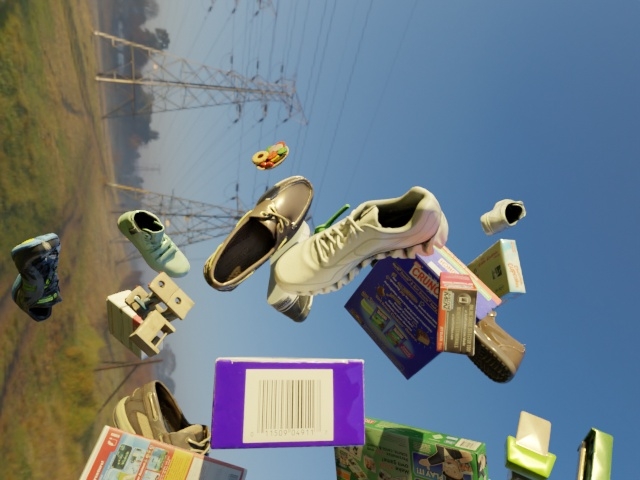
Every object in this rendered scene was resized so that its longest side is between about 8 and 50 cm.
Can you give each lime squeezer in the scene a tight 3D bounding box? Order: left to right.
[{"bbox_3d":[0.000,0.000,1.481,0.311,0.058,0.110,-64,-163,14],"label":"lime squeezer"}]

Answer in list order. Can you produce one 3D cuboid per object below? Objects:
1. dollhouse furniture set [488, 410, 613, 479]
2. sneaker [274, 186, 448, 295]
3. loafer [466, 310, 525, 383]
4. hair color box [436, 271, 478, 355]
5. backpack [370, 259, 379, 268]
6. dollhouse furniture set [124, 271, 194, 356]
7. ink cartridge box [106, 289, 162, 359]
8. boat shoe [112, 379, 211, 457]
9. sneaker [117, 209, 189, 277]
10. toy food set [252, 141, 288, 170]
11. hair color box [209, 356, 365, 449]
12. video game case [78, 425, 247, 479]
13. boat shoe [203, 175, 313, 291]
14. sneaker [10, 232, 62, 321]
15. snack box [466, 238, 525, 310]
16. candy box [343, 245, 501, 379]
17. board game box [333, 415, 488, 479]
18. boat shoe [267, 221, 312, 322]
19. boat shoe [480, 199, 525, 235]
[{"bbox_3d":[0.490,0.535,1.000,0.197,0.151,0.302,17,-47,22],"label":"dollhouse furniture set"},{"bbox_3d":[0.052,-0.003,0.700,0.118,0.291,0.110,52,17,-60],"label":"sneaker"},{"bbox_3d":[0.432,0.240,1.285,0.366,0.130,0.134,51,-33,29],"label":"loafer"},{"bbox_3d":[0.205,0.105,0.680,0.167,0.053,0.093,-11,103,-76],"label":"hair color box"},{"bbox_3d":[0.381,0.094,2.101,0.263,0.213,0.277,-22,-68,43],"label":"backpack"},{"bbox_3d":[-0.451,0.199,1.151,0.129,0.129,0.184,-27,-159,31],"label":"dollhouse furniture set"},{"bbox_3d":[-0.657,0.294,1.570,0.217,0.092,0.159,22,-64,31],"label":"ink cartridge box"},{"bbox_3d":[-0.315,0.465,0.984,0.355,0.130,0.132,46,3,12],"label":"boat shoe"},{"bbox_3d":[-0.465,0.017,1.281,0.151,0.256,0.094,-9,-140,53],"label":"sneaker"},{"bbox_3d":[-0.106,-0.184,0.966,0.083,0.082,0.020,45,-10,52],"label":"toy food set"},{"bbox_3d":[-0.063,0.232,0.676,0.339,0.184,0.110,123,-31,-70],"label":"hair color box"},{"bbox_3d":[-0.289,0.475,0.784,0.025,0.285,0.204,-27,-141,54],"label":"video game case"},{"bbox_3d":[-0.123,-0.020,0.966,0.117,0.324,0.096,46,-14,-10],"label":"boat shoe"},{"bbox_3d":[-0.421,0.058,0.674,0.078,0.067,0.188,46,-51,12],"label":"sneaker"},{"bbox_3d":[0.588,0.148,1.565,0.322,0.059,0.187,113,-21,-62],"label":"snack box"},{"bbox_3d":[0.242,0.162,1.138,0.268,0.122,0.317,48,-44,17],"label":"candy box"},{"bbox_3d":[0.162,0.468,0.855,0.317,0.046,0.214,-5,-89,40],"label":"board game box"},{"bbox_3d":[-0.053,0.069,1.097,0.113,0.105,0.306,-35,-151,20],"label":"boat shoe"},{"bbox_3d":[0.517,-0.069,1.215,0.081,0.227,0.080,-22,-89,43],"label":"boat shoe"}]
